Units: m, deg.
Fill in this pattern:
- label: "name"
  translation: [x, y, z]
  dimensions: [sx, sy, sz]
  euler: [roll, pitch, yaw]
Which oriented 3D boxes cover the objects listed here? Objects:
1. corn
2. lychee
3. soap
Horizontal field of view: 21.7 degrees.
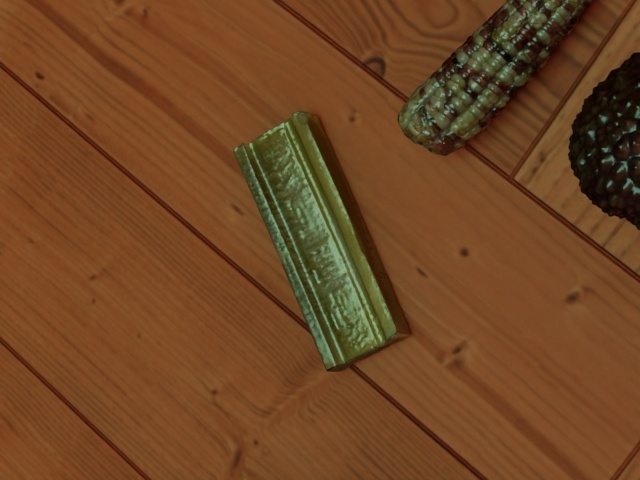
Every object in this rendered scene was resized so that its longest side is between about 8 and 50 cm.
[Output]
- label: "corn"
  translation: [0.171, -0.175, 1.571]
  dimensions: [0.237, 0.079, 0.079]
  euler: [-46, 72, 16]
- label: "lychee"
  translation: [0.314, -0.093, 1.438]
  dimensions: [0.188, 0.188, 0.188]
  euler: [1, 91, 26]
- label: "soap"
  translation: [0.000, 0.000, 1.677]
  dimensions: [0.092, 0.037, 0.252]
  euler: [-27, 79, 23]
